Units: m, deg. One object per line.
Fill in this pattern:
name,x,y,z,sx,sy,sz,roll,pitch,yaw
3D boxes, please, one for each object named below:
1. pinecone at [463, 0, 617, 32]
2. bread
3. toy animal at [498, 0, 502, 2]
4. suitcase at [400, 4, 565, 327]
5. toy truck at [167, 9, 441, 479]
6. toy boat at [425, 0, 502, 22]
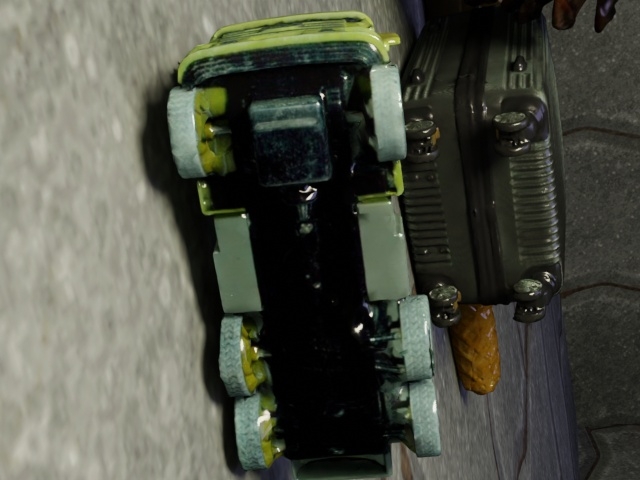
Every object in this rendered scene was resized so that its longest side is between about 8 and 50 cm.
pinecone,0.173,-0.300,0.856,0.242,0.296,0.298,-63,153,3
bread,0.144,0.077,1.026,0.052,0.044,0.157,-81,160,-63
toy animal,0.202,-0.319,1.280,0.124,0.124,0.212,68,18,-46
suitcase,0.146,-0.076,0.933,0.312,0.128,0.202,-69,151,-61
toy truck,0.000,0.000,0.440,0.116,0.085,0.191,-86,168,-66
toy boat,0.182,-0.171,1.134,0.089,0.121,0.321,-23,106,-69
